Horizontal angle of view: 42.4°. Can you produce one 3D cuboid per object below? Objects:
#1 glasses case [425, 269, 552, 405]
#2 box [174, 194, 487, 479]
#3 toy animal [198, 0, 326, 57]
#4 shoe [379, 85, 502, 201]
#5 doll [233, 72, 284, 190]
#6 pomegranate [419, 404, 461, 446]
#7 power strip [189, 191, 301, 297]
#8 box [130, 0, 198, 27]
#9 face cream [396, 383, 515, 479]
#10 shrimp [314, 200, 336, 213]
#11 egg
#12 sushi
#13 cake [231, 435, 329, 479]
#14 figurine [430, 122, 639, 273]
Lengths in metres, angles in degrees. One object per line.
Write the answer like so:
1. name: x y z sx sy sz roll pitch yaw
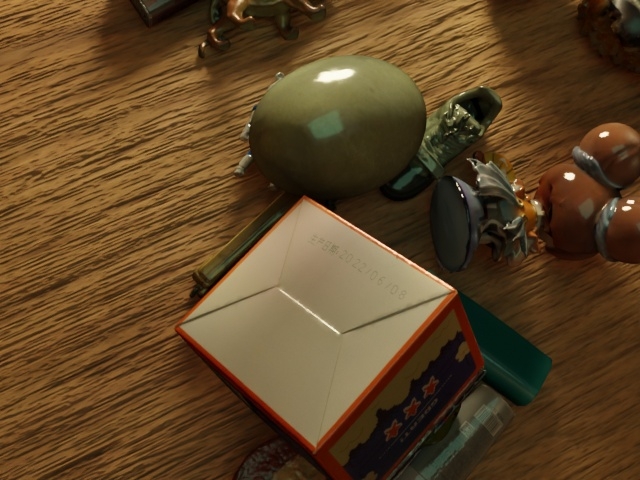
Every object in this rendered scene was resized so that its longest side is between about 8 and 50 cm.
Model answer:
1. glasses case: 0.299 0.185 1.583 0.301 0.070 0.117 35 74 -1
2. box: 0.021 0.174 1.325 0.348 0.257 0.318 32 71 36
3. toy animal: -0.105 -0.474 1.629 0.312 0.097 0.158 -13 70 -11
4. shoe: 0.236 -0.200 1.603 0.293 0.149 0.109 -44 91 -17
5. doll: -0.095 -0.215 1.591 0.114 0.057 0.227 19 79 -22
6. pomegranate: 0.172 0.287 1.462 0.180 0.209 0.180 1 85 -16
7. power strip: -0.135 -0.003 1.535 0.044 0.064 0.305 45 75 3
8. box: -0.272 -0.520 1.610 0.224 0.069 0.120 -32 86 -16
9. face cream: 0.243 0.391 1.527 0.107 0.073 0.269 45 75 0
10. shrimp: 0.000 0.000 1.569 0.152 0.046 0.219 40 73 0
11. egg: 0.036 -0.204 1.496 0.352 0.258 0.258 -16 82 -28
12. sushi: 0.761 -0.523 1.756 0.417 0.176 0.418 3 71 -8
13. cake: -0.032 0.424 1.434 0.283 0.151 0.177 -16 69 -13
14. figurine: 0.428 -0.066 1.569 0.388 0.248 0.277 -3 73 -14
